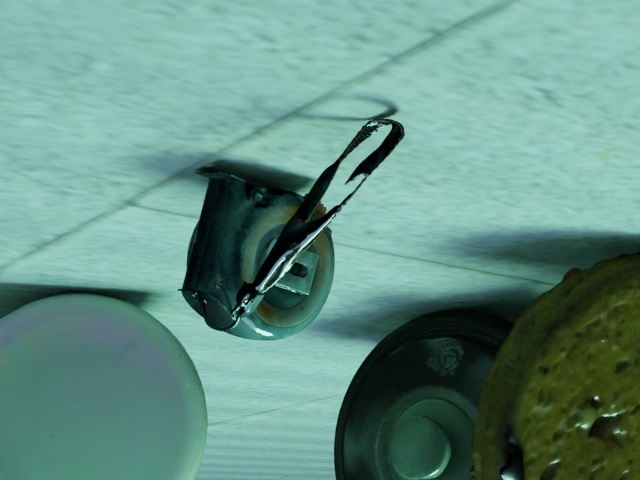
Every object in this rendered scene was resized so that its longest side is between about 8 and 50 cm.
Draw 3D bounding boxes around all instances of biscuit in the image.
[{"bbox_3d":[0.246,0.141,0.960,0.295,0.296,0.075,8,-169,-31],"label":"biscuit"}]

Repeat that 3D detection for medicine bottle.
[{"bbox_3d":[-0.261,0.194,1.115,0.219,0.219,0.388,4,163,-22],"label":"medicine bottle"}]

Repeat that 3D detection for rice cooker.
[{"bbox_3d":[0.165,0.208,1.147,0.316,0.264,0.317,-10,161,-4],"label":"rice cooker"}]

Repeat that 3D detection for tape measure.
[{"bbox_3d":[0.000,0.004,0.699,0.179,0.104,0.107,-16,155,41],"label":"tape measure"}]
